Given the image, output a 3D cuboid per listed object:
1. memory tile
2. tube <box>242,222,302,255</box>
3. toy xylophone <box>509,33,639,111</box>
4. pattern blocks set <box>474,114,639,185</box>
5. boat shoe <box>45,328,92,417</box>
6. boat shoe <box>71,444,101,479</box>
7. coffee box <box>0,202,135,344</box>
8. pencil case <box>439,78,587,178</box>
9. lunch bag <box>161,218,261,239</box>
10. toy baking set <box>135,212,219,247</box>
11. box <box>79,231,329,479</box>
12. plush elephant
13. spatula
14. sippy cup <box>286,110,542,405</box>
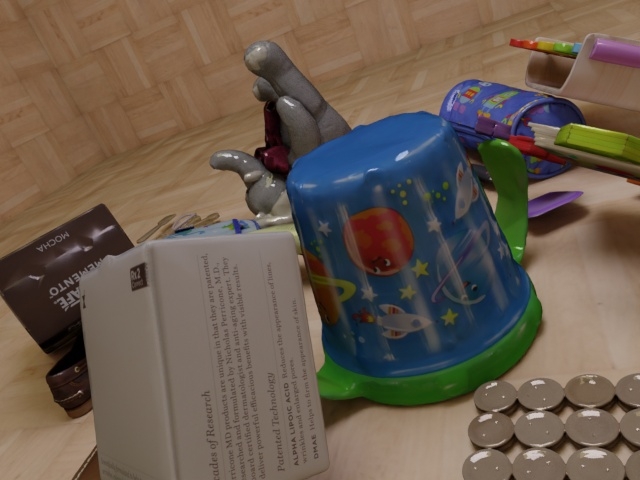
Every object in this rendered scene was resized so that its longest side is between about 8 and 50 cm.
[{"bbox_3d":[0.185,0.144,0.410,0.148,0.012,0.113,-11,26,27],"label":"memory tile"},{"bbox_3d":[0.000,0.000,0.766,0.240,0.070,0.062,6,59,24],"label":"tube"},{"bbox_3d":[0.418,-0.243,0.796,0.236,0.081,0.322,10,21,-3],"label":"toy xylophone"},{"bbox_3d":[0.314,-0.079,0.547,0.325,0.026,0.285,24,13,31],"label":"pattern blocks set"},{"bbox_3d":[-0.316,0.154,0.778,0.073,0.073,0.207,-22,22,11],"label":"boat shoe"},{"bbox_3d":[-0.149,0.142,0.586,0.123,0.119,0.324,-8,27,33],"label":"boat shoe"},{"bbox_3d":[-0.374,0.072,0.820,0.168,0.119,0.297,-36,3,-27],"label":"coffee box"},{"bbox_3d":[0.296,-0.192,0.899,0.133,0.119,0.306,-23,23,-1],"label":"pencil case"},{"bbox_3d":[-0.157,0.040,0.836,0.176,0.090,0.219,-12,23,-8],"label":"lunch bag"},{"bbox_3d":[-0.328,-0.008,1.199,0.197,0.030,0.256,-35,26,-32],"label":"toy baking set"},{"bbox_3d":[-0.103,0.097,0.433,0.119,0.181,0.181,-4,-8,-37],"label":"box"},{"bbox_3d":[-0.077,-0.155,1.028,0.255,0.330,0.272,-47,11,0],"label":"plush elephant"},{"bbox_3d":[0.270,-0.081,0.797,0.084,0.030,0.296,-23,23,-3],"label":"spatula"},{"bbox_3d":[0.079,0.002,0.549,0.240,0.224,0.305,-9,26,28],"label":"sippy cup"}]
